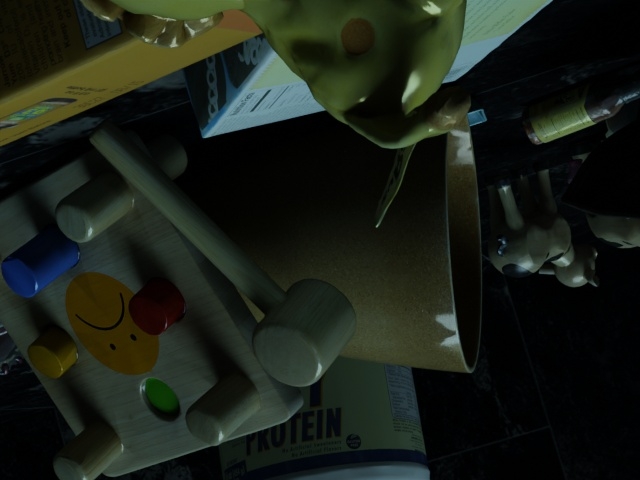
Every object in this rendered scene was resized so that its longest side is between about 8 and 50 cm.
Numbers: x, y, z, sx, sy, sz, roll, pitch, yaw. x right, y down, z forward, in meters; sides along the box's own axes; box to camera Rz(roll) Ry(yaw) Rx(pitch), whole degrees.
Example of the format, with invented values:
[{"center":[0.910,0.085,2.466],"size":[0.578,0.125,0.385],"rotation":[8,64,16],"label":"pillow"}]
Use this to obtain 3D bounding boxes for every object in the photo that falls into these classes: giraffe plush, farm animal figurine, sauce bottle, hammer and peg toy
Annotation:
[{"center":[-0.020,-0.131,0.665],"size":[0.170,0.210,0.181],"rotation":[19,177,-11],"label":"giraffe plush"},{"center":[0.351,-0.029,1.934],"size":[0.330,0.172,0.327],"rotation":[-13,-174,7],"label":"farm animal figurine"},{"center":[0.257,-0.131,1.658],"size":[0.128,0.042,0.042],"rotation":[-21,171,26],"label":"sauce bottle"},{"center":[-0.128,0.038,1.333],"size":[0.361,0.266,0.127],"rotation":[-24,-169,44],"label":"hammer and peg toy"}]

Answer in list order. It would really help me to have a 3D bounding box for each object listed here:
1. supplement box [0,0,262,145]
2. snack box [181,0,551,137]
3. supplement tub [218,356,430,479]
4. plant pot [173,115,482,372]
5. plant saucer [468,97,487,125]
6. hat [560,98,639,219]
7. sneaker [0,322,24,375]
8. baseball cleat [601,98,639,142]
[{"center":[-0.128,-0.106,0.846],"size":[0.233,0.080,0.078],"rotation":[-22,170,28],"label":"supplement box"},{"center":[0.044,-0.145,0.994],"size":[0.187,0.060,0.322],"rotation":[-14,173,-19],"label":"snack box"},{"center":[-0.011,0.158,1.994],"size":[0.235,0.325,0.235],"rotation":[-9,163,-3],"label":"supplement tub"},{"center":[0.000,-0.002,1.475],"size":[0.254,0.237,0.237],"rotation":[-3,176,13],"label":"plant pot"},{"center":[0.058,-0.094,1.591],"size":[0.192,0.018,0.067],"rotation":[-18,173,7],"label":"plant saucer"},{"center":[0.336,-0.121,1.421],"size":[0.331,0.134,0.331],"rotation":[-17,-163,5],"label":"hat"},{"center":[-0.416,0.182,2.045],"size":[0.281,0.162,0.106],"rotation":[-14,172,-16],"label":"sneaker"},{"center":[0.350,-0.138,1.728],"size":[0.109,0.072,0.206],"rotation":[-27,-178,28],"label":"baseball cleat"}]
